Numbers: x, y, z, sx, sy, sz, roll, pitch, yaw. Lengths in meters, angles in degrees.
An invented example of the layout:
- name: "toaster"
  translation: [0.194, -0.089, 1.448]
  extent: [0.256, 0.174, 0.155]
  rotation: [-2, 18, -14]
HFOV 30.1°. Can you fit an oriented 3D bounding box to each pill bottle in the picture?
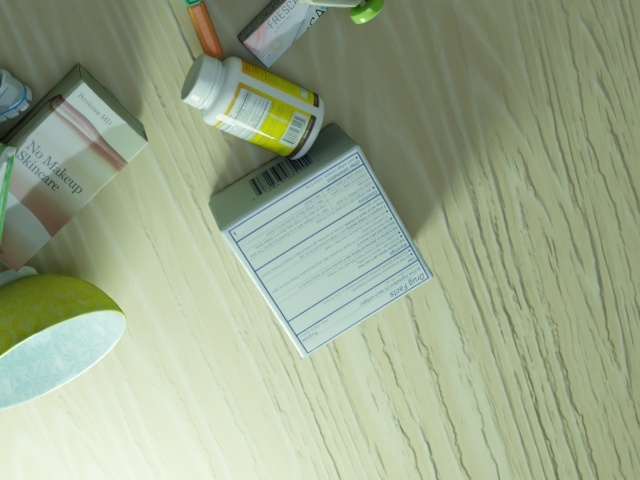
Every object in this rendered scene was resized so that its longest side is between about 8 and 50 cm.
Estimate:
- name: "pill bottle"
  translation: [-0.109, -0.219, 1.908]
  extent: [0.215, 0.117, 0.117]
  rotation: [23, 104, -21]

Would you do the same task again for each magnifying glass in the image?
- name: "magnifying glass"
  translation: [-0.206, -0.395, 1.867]
  extent: [0.092, 0.026, 0.231]
  rotation: [-23, 113, -5]

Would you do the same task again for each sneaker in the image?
- name: "sneaker"
  translation: [-0.540, -0.199, 1.818]
  extent: [0.191, 0.071, 0.083]
  rotation: [-38, 145, -5]

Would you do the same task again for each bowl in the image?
- name: "bowl"
  translation: [-0.474, 0.135, 1.915]
  extent: [0.289, 0.289, 0.156]
  rotation: [-33, 72, 0]

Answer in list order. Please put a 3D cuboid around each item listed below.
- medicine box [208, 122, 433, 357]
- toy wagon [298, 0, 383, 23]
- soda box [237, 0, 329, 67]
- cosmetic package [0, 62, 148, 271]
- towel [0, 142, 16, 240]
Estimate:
- name: "medicine box"
  translation: [0.000, 0.000, 2.005]
  extent: [0.264, 0.149, 0.289]
  rotation: [-32, 116, -1]
- name: "toy wagon"
  translation: [0.061, -0.516, 1.832]
  extent: [0.344, 0.068, 0.267]
  rotation: [-49, 119, -17]
- name: "soda box"
  translation: [-0.046, -0.364, 1.900]
  extent: [0.183, 0.058, 0.063]
  rotation: [-44, 115, 6]
- name: "cosmetic package"
  translation: [-0.426, -0.114, 1.860]
  extent: [0.296, 0.129, 0.153]
  rotation: [-45, 113, 5]
- name: "towel"
  translation: [-0.609, -0.078, 1.782]
  extent: [0.325, 0.038, 0.247]
  rotation: [20, 108, 19]
